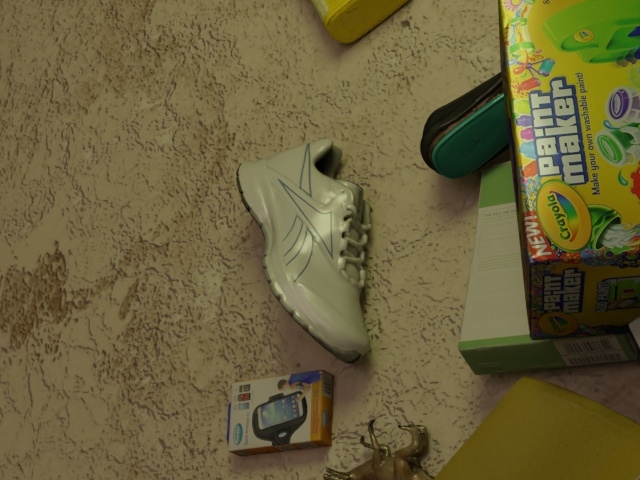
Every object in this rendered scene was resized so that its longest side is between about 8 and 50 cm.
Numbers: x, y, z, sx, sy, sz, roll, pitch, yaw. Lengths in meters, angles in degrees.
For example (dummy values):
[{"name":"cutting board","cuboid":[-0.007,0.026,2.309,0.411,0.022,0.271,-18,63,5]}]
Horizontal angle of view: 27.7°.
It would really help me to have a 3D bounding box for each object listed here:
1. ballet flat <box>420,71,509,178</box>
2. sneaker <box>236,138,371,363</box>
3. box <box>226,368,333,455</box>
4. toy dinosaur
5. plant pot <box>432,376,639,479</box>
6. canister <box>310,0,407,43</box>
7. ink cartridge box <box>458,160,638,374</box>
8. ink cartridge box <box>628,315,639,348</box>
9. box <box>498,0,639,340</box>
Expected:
[{"name":"ballet flat","cuboid":[0.225,-0.168,1.382,0.280,0.095,0.096,-28,31,13]},{"name":"sneaker","cuboid":[0.000,0.000,1.446,0.129,0.111,0.297,-29,57,11]},{"name":"box","cuboid":[-0.051,0.192,1.435,0.136,0.028,0.081,-11,63,26]},{"name":"toy dinosaur","cuboid":[0.088,0.235,1.323,0.183,0.053,0.093,4,86,42]},{"name":"plant pot","cuboid":[0.222,0.244,1.136,0.212,0.212,0.187,-50,40,3]},{"name":"canister","cuboid":[0.029,-0.340,1.604,0.126,0.073,0.170,-36,55,14]},{"name":"ink cartridge box","cuboid":[0.237,0.017,1.317,0.171,0.056,0.235,-9,49,29]},{"name":"ink cartridge box","cuboid":[0.349,0.139,1.094,0.072,0.175,0.127,-35,36,17]},{"name":"box","cuboid":[0.314,-0.083,1.181,0.279,0.177,0.290,-6,63,7]}]
